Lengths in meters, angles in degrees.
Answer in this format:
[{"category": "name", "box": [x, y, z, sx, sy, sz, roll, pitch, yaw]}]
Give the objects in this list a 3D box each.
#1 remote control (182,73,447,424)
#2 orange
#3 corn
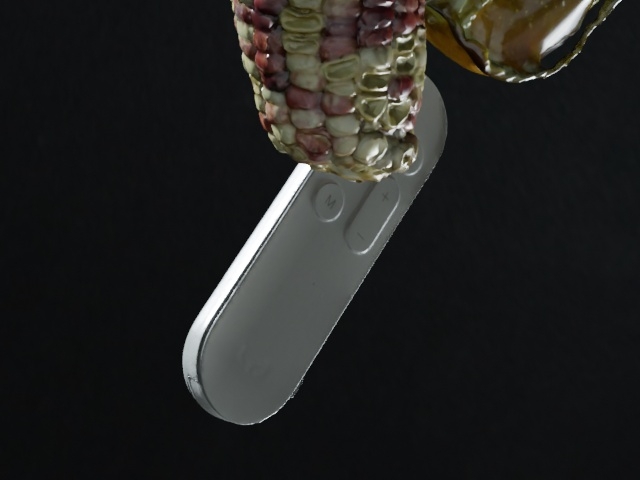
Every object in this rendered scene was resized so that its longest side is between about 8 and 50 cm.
[{"category": "remote control", "box": [0.000, 0.000, 1.110, 0.077, 0.022, 0.245, 45, -112, -32]}, {"category": "orange", "box": [0.090, -0.171, 1.040, 0.160, 0.112, 0.170, 7, -94, -26]}, {"category": "corn", "box": [-0.004, -0.162, 0.822, 0.098, 0.098, 0.290, -6, -75, -4]}]
